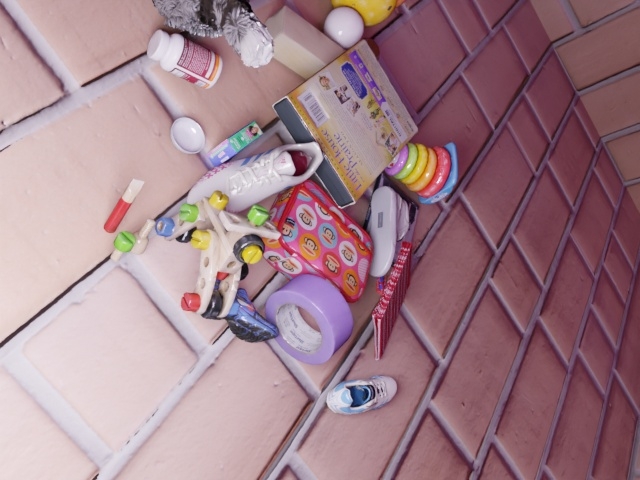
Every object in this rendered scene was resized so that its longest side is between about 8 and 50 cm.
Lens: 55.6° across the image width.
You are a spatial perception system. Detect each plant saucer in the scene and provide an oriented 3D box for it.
[{"bbox_3d":[0.164,-0.611,1.937,0.083,0.015,0.083,17,65,-40],"label":"plant saucer"}]

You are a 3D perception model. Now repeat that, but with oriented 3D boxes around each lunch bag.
[{"bbox_3d":[0.000,0.000,1.497,0.293,0.120,0.258,43,46,-25],"label":"lunch bag"}]

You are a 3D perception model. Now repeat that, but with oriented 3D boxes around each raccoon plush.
[{"bbox_3d":[-0.183,-0.537,1.397,0.299,0.216,0.446,-19,72,-47],"label":"raccoon plush"}]

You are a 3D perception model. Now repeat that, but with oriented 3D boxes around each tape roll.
[{"bbox_3d":[-0.026,0.176,1.350,0.080,0.189,0.189,-38,103,-44],"label":"tape roll"}]

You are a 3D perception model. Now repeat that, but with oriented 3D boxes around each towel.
[{"bbox_3d":[0.190,0.156,1.614,0.199,0.031,0.275,83,27,-47],"label":"towel"}]

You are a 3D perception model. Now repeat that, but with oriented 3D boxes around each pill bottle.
[{"bbox_3d":[-0.302,-0.406,1.357,0.152,0.086,0.086,19,63,-40],"label":"pill bottle"}]

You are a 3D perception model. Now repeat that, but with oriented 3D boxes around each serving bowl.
[{"bbox_3d":[-0.298,-0.227,1.341,0.083,0.027,0.083,18,63,-40],"label":"serving bowl"}]

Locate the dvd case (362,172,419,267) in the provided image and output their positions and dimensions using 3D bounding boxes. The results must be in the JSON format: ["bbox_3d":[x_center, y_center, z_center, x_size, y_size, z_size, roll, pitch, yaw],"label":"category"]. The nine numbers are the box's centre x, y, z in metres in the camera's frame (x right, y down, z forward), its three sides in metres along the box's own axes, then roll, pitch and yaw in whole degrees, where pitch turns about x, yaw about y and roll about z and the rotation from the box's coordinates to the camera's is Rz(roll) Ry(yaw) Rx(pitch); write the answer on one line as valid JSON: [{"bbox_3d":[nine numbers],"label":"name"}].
[{"bbox_3d":[0.205,-0.053,1.772,0.179,0.029,0.239,39,53,-29],"label":"dvd case"}]

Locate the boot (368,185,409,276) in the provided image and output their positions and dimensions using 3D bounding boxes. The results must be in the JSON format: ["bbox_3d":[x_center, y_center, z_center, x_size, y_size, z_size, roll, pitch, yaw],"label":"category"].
[{"bbox_3d":[0.195,-0.013,1.663,0.123,0.095,0.258,26,66,-45],"label":"boot"}]

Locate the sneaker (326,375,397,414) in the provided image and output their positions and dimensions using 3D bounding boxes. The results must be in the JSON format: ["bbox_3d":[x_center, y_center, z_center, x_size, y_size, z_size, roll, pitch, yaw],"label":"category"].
[{"bbox_3d":[0.119,0.379,1.497,0.237,0.086,0.085,1,74,-46],"label":"sneaker"}]

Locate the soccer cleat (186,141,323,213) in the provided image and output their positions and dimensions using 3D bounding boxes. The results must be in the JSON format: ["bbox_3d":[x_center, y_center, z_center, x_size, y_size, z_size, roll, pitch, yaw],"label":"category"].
[{"bbox_3d":[-0.140,-0.145,1.342,0.331,0.143,0.116,-29,94,-29],"label":"soccer cleat"}]

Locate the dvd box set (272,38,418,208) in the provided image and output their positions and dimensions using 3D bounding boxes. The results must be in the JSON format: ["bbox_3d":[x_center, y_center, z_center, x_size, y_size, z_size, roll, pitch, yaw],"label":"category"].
[{"bbox_3d":[0.085,-0.317,1.588,0.308,0.062,0.420,55,45,-15],"label":"dvd box set"}]

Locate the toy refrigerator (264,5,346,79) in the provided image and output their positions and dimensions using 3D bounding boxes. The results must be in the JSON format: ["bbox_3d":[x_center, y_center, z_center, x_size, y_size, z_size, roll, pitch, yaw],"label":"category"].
[{"bbox_3d":[-0.029,-0.507,1.659,0.269,0.094,0.102,24,56,-39],"label":"toy refrigerator"}]

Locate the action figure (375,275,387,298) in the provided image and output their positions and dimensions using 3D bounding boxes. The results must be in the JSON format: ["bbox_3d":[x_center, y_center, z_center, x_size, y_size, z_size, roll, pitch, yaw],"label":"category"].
[{"bbox_3d":[0.165,0.106,1.680,0.038,0.030,0.115,3,76,-49],"label":"action figure"}]

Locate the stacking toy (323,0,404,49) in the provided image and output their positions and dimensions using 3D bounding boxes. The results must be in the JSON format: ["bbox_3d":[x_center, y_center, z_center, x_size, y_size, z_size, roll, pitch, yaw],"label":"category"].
[{"bbox_3d":[0.139,-0.761,1.825,0.350,0.350,0.480,36,72,-31],"label":"stacking toy"}]

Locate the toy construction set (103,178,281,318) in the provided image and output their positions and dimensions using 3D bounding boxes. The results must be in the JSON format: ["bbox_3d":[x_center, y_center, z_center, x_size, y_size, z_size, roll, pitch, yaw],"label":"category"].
[{"bbox_3d":[-0.225,-0.027,1.155,0.309,0.237,0.257,26,33,-22],"label":"toy construction set"}]

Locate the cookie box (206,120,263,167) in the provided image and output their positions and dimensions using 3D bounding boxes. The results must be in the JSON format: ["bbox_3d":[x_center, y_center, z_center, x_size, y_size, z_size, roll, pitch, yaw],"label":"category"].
[{"bbox_3d":[-0.196,-0.221,1.393,0.040,0.092,0.107,54,46,-12],"label":"cookie box"}]

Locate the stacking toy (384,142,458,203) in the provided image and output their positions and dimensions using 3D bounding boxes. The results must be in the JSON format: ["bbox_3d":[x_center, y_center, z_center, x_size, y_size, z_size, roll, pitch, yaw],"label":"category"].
[{"bbox_3d":[0.252,-0.237,1.815,0.301,0.175,0.166,18,60,-27],"label":"stacking toy"}]

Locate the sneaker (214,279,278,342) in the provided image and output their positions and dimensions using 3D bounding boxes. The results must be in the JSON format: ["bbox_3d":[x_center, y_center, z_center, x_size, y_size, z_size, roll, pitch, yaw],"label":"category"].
[{"bbox_3d":[-0.170,0.145,1.301,0.221,0.083,0.087,41,46,-30],"label":"sneaker"}]
